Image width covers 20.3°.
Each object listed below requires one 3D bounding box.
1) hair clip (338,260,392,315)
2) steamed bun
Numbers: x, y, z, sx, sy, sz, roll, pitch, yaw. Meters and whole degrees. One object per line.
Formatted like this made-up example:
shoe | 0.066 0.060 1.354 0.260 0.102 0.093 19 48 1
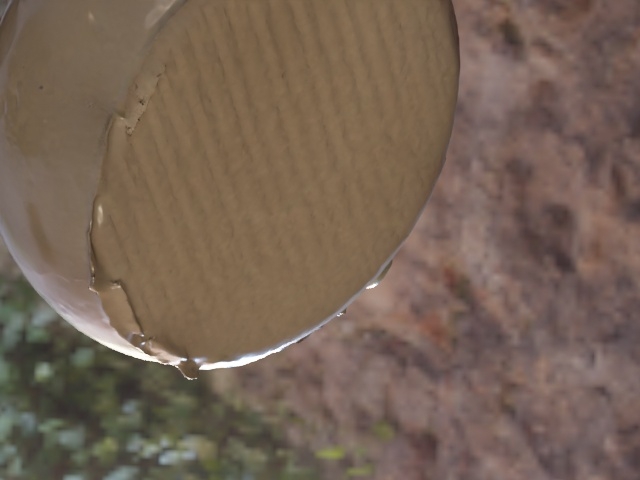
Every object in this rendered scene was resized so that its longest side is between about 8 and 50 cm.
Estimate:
hair clip | -0.003 0.000 1.661 0.218 0.159 0.071 82 32 -65
steamed bun | -0.084 -0.106 1.280 0.241 0.374 0.374 38 -47 37
